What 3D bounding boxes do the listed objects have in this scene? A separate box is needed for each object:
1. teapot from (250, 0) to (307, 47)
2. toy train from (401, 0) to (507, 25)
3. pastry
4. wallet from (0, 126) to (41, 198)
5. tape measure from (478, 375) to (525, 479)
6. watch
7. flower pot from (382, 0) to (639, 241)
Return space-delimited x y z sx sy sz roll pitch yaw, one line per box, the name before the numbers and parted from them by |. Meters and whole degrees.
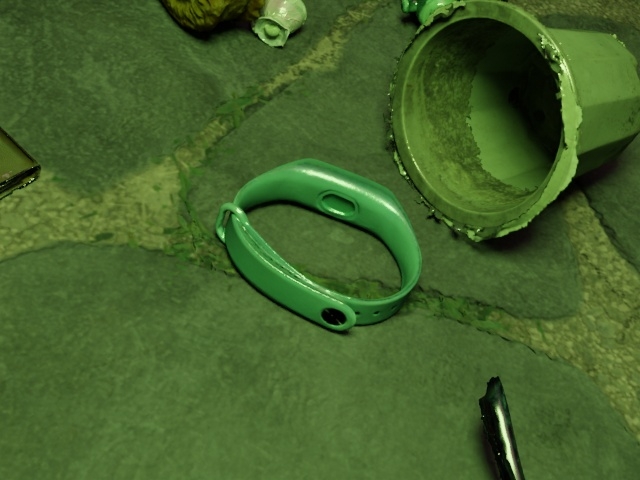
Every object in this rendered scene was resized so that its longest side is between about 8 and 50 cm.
teapot | -0.066 -0.309 1.335 0.083 0.064 0.064 5 50 29
toy train | 0.177 -0.433 1.475 0.194 0.120 0.298 -8 55 -14
pastry | -0.156 -0.373 1.272 0.103 0.188 0.188 -27 64 -29
wallet | -0.421 -0.117 1.077 0.198 0.031 0.110 41 52 17
tape measure | 0.276 0.297 0.911 0.215 0.098 0.351 2 54 -13
watch | 0.000 0.000 1.096 0.237 0.068 0.195 24 51 -3
flower pot | 0.262 -0.164 1.207 0.259 0.290 0.290 -15 57 -43
